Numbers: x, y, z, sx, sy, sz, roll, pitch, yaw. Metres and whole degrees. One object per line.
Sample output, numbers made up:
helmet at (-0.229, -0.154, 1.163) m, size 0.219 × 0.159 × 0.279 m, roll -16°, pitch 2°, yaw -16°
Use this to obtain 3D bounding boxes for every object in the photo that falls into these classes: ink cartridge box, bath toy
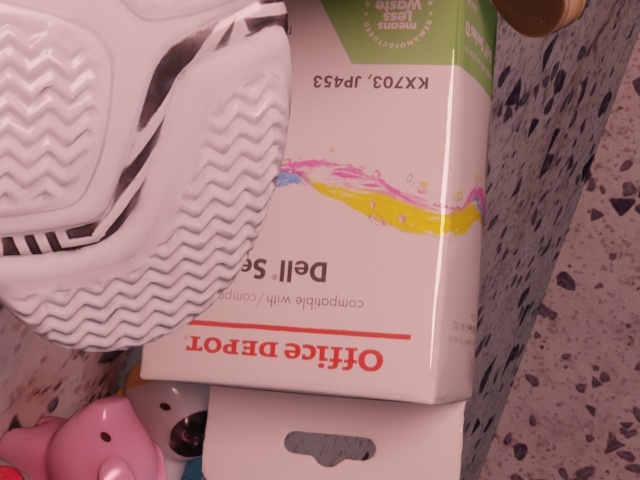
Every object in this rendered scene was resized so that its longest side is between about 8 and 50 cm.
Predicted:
ink cartridge box at (0.000, 0.000, 0.864) m, size 0.119 × 0.207 × 0.353 m, roll 20°, pitch 73°, yaw -71°
bath toy at (-0.157, 0.167, 0.927) m, size 0.348 × 0.129 × 0.151 m, roll -19°, pitch 130°, yaw -62°

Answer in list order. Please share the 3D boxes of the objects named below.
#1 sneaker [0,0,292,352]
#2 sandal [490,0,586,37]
sneaker at (-0.123, -0.149, 0.449) m, size 0.137 × 0.210 × 0.365 m, roll -23°, pitch 118°, yaw -11°
sandal at (0.115, -0.249, 0.815) m, size 0.079 × 0.240 × 0.088 m, roll -28°, pitch -176°, yaw -37°
